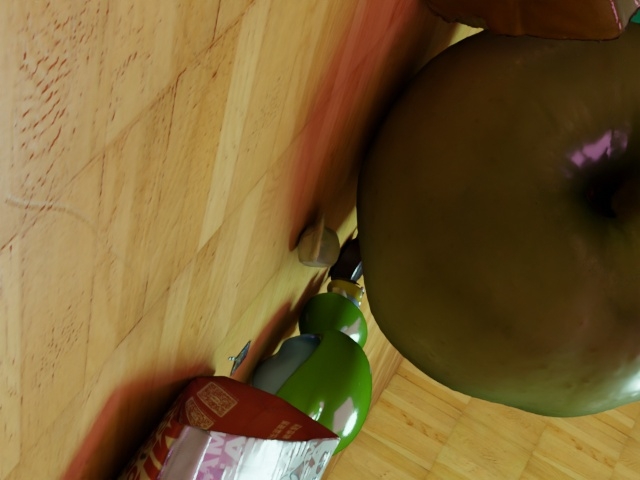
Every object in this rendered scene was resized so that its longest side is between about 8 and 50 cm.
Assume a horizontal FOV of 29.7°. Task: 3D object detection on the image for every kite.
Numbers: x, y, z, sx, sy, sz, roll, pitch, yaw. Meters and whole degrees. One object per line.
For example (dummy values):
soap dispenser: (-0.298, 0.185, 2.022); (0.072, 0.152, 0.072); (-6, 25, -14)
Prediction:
kite: (-0.085, 0.122, 1.295); (0.044, 0.002, 0.078); (-56, 170, -21)

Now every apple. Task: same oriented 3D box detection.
apple: (0.254, -0.022, 1.331); (0.473, 0.474, 0.473); (-57, 170, -16)

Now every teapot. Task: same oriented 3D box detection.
teapot: (0.047, 0.030, 1.575); (0.100, 0.045, 0.068); (-59, 172, 3)

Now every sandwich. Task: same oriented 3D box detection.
sandwich: (0.181, -0.309, 1.099); (0.155, 0.227, 0.198); (-54, 133, -24)

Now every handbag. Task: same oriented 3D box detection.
handbag: (-0.107, 0.217, 1.084); (0.171, 0.151, 0.298); (-64, 163, 0)

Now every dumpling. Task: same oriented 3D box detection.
dumpling: (-0.001, 0.000, 1.258); (0.077, 0.043, 0.059); (4, 100, -62)

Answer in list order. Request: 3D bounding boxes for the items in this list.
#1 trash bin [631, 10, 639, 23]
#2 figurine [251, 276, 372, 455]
trash bin: (0.411, -0.323, 1.390); (0.295, 0.381, 0.259); (-57, 169, -18)
figurine: (0.000, 0.155, 1.469); (0.263, 0.143, 0.162); (-67, 175, -48)
